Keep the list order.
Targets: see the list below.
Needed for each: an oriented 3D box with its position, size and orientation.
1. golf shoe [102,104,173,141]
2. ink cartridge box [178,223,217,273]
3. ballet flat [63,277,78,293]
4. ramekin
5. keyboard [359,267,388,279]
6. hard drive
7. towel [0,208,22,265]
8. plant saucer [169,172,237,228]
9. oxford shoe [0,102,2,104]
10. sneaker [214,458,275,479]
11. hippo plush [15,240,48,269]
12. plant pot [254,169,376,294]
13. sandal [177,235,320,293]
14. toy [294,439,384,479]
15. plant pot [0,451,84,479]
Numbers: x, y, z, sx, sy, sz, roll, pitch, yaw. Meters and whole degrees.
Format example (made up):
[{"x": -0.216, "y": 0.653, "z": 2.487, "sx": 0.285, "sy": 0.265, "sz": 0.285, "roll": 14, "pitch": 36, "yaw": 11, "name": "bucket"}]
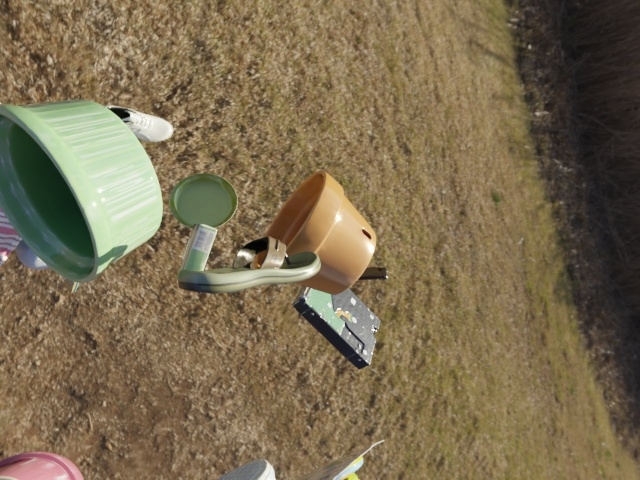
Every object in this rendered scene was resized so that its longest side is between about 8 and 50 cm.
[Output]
[{"x": -0.455, "y": -0.289, "z": 0.995, "sx": 0.176, "sy": 0.086, "sz": 0.069, "roll": 5, "pitch": 91, "yaw": -27, "name": "golf shoe"}, {"x": -0.367, "y": 0.036, "z": 1.185, "sx": 0.056, "sy": 0.235, "sz": 0.171, "roll": 19, "pitch": 86, "yaw": -19, "name": "ink cartridge box"}, {"x": -0.836, "y": 0.067, "z": 1.363, "sx": 0.073, "sy": 0.080, "sz": 0.232, "roll": 19, "pitch": 98, "yaw": -36, "name": "ballet flat"}, {"x": -0.421, "y": -0.093, "z": 0.695, "sx": 0.148, "sy": 0.304, "sz": 0.303, "roll": -41, "pitch": 120, "yaw": -47, "name": "ramekin"}, {"x": 0.108, "y": 0.098, "z": 1.202, "sx": 0.180, "sy": 0.108, "sz": 0.023, "roll": 0, "pitch": 106, "yaw": 7, "name": "keyboard"}, {"x": 0.066, "y": 0.262, "z": 1.437, "sx": 0.339, "sy": 0.064, "sz": 0.237, "roll": 46, "pitch": 33, "yaw": -13, "name": "hard drive"}, {"x": -0.659, "y": -0.018, "z": 0.773, "sx": 0.144, "sy": 0.029, "sz": 0.197, "roll": 14, "pitch": 44, "yaw": -10, "name": "towel"}, {"x": -0.426, "y": -0.138, "z": 1.477, "sx": 0.241, "sy": 0.037, "sz": 0.240, "roll": 4, "pitch": 64, "yaw": -8, "name": "plant saucer"}, {"x": -1.017, "y": -0.196, "z": 1.150, "sx": 0.169, "sy": 0.130, "sz": 0.449, "roll": 14, "pitch": 85, "yaw": -45, "name": "oxford shoe"}, {"x": -0.214, "y": 0.502, "z": 0.630, "sx": 0.366, "sy": 0.135, "sz": 0.150, "roll": -28, "pitch": 86, "yaw": 4, "name": "sneaker"}, {"x": -0.734, "y": -0.058, "z": 0.982, "sx": 0.236, "sy": 0.234, "sz": 0.294, "roll": 49, "pitch": 52, "yaw": -56, "name": "hippo plush"}, {"x": 0.000, "y": 0.000, "z": 1.007, "sx": 0.204, "sy": 0.291, "sz": 0.290, "roll": 33, "pitch": 78, "yaw": -19, "name": "plant pot"}, {"x": -0.105, "y": 0.035, "z": 0.707, "sx": 0.303, "sy": 0.120, "sz": 0.086, "roll": -3, "pitch": 88, "yaw": -54, "name": "sandal"}, {"x": -0.002, "y": 0.294, "z": 0.464, "sx": 0.137, "sy": 0.056, "sz": 0.237, "roll": -28, "pitch": 152, "yaw": 10, "name": "toy"}, {"x": -0.527, "y": 0.466, "z": 0.677, "sx": 0.202, "sy": 0.180, "sz": 0.201, "roll": 7, "pitch": 60, "yaw": -13, "name": "plant pot"}]
